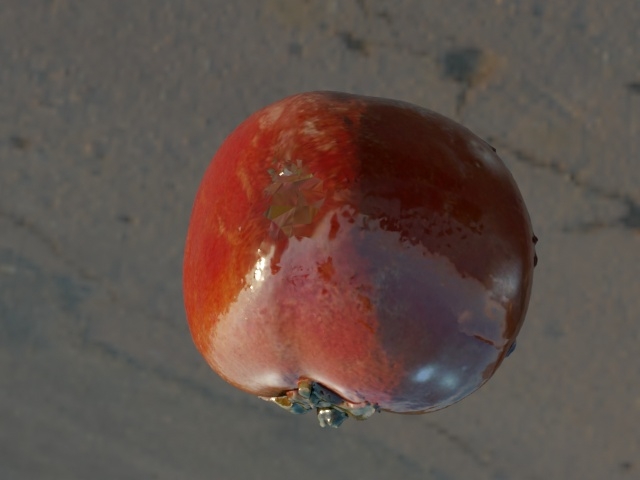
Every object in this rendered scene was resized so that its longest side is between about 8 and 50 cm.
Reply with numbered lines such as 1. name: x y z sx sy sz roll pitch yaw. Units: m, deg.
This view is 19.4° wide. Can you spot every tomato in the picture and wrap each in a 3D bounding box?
1. tomato: 0.000 0.000 0.763 0.159 0.139 0.091 5 163 34
